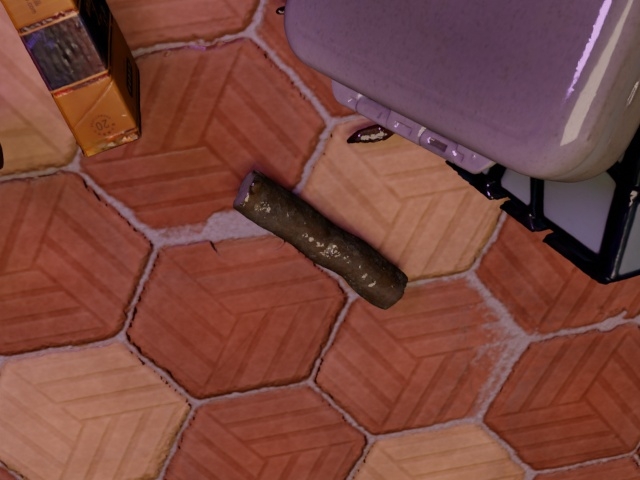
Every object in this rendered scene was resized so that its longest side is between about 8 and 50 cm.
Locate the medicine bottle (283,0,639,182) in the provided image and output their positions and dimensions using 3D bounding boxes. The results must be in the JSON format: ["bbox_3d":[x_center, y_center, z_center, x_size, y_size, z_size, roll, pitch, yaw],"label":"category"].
[{"bbox_3d":[0.136,-0.218,1.069,0.123,0.375,0.282,5,111,-45],"label":"medicine bottle"}]

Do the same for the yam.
[{"bbox_3d":[0.000,0.000,1.450,0.253,0.061,0.061,34,112,-29],"label":"yam"}]

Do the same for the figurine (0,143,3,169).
[{"bbox_3d":[-0.512,-0.048,1.220,0.382,0.261,0.186,-12,87,0],"label":"figurine"}]

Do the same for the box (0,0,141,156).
[{"bbox_3d":[-0.252,-0.220,1.205,0.070,0.152,0.237,-22,123,5],"label":"box"}]

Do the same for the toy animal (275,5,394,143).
[{"bbox_3d":[0.080,-0.203,1.314,0.260,0.087,0.243,-7,123,-9],"label":"toy animal"}]

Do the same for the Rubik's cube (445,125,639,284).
[{"bbox_3d":[0.320,-0.164,1.217,0.283,0.288,0.293,-16,131,-29],"label":"Rubik's cube"}]
